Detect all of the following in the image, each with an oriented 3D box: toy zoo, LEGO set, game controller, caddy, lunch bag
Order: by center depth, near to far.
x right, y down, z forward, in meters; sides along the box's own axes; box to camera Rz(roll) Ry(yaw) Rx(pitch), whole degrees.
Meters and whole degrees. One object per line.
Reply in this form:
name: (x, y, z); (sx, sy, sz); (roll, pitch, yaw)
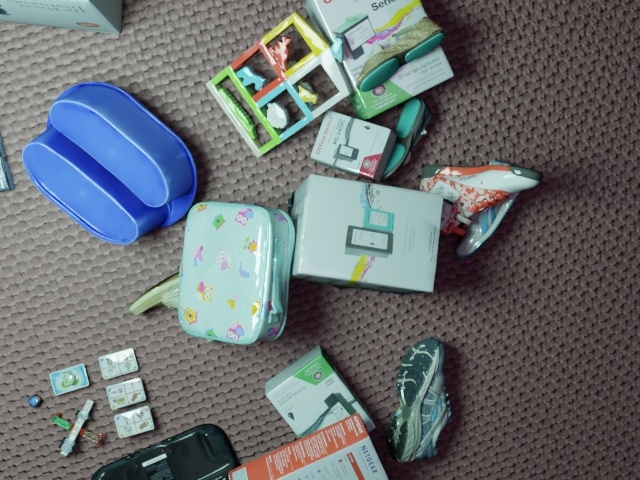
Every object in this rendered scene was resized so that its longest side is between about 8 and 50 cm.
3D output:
lunch bag: (-0.161, 0.067, 1.368); (0.224, 0.108, 0.279); (5, 90, 28)
caddy: (-0.413, -0.156, 1.400); (0.341, 0.179, 0.241); (42, 115, -8)
toy zoo: (-0.070, -0.324, 1.422); (0.293, 0.030, 0.192); (-32, 98, 24)
LEGO set: (-0.498, 0.355, 1.515); (0.244, 0.060, 0.182); (-17, 85, -5)
game controller: (-0.341, 0.528, 1.534); (0.319, 0.067, 0.166); (-23, 83, -3)

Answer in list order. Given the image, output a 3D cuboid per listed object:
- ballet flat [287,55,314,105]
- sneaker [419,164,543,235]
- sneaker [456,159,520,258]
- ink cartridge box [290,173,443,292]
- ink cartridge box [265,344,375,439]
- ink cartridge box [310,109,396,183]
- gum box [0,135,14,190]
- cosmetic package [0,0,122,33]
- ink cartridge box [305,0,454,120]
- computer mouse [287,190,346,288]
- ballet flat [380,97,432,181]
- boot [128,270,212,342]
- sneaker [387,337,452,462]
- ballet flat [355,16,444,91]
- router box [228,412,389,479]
ballet flat: (-0.045, -0.338, 1.480); (0.041, 0.041, 0.114); (-27, 97, -2)
sneaker: (0.324, -0.079, 1.445); (0.090, 0.270, 0.145); (11, 86, -50)
sneaker: (0.356, -0.066, 1.527); (0.092, 0.087, 0.228); (32, 92, 10)
ink cartridge box: (0.079, -0.005, 1.417); (0.270, 0.198, 0.197); (9, 83, -10)
ink cartridge box: (0.000, 0.361, 1.526); (0.153, 0.087, 0.208); (-37, 98, 0)
ink cartridge box: (0.068, -0.197, 1.462); (0.150, 0.063, 0.109); (20, 92, 19)
gum box: (-0.745, -0.162, 1.433); (0.184, 0.041, 0.157); (-13, 96, -3)
cosmetic package: (-0.585, -0.475, 1.296); (0.377, 0.284, 0.097); (5, 97, -5)
ink cartridge box: (0.119, -0.418, 1.447); (0.201, 0.117, 0.278); (-27, 98, -2)
computer mouse: (0.000, 0.000, 1.516); (0.071, 0.041, 0.242); (-33, 97, -1)
ballet flat: (0.178, -0.206, 1.497); (0.074, 0.074, 0.203); (28, 94, -7)
boot: (-0.282, 0.150, 1.487); (0.213, 0.077, 0.165); (-29, 99, -6)
sneaker: (0.236, 0.355, 1.555); (0.122, 0.110, 0.283); (11, 97, -24)
ballet flat: (0.145, -0.369, 1.371); (0.206, 0.073, 0.067); (-32, 72, -4)
router box: (0.009, 0.568, 1.492); (0.301, 0.082, 0.335); (-24, 119, -3)
